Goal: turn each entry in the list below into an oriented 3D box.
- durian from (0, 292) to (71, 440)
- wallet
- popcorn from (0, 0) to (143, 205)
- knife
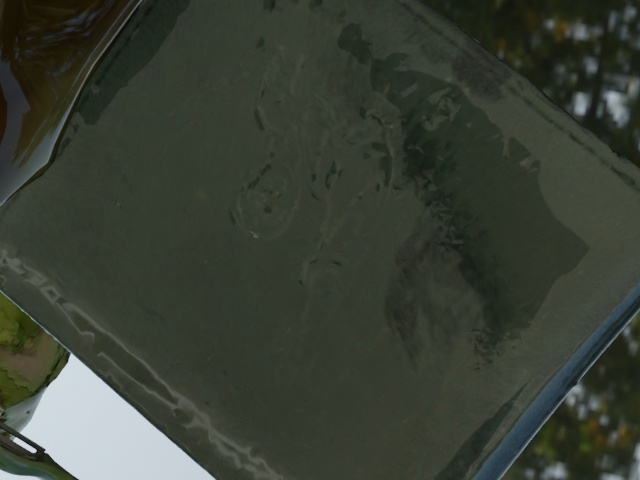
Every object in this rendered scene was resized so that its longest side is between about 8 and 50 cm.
[{"bbox_3d":[-0.191,-0.004,1.363,0.169,0.158,0.352,-11,-129,31],"label":"durian"},{"bbox_3d":[0.001,0.000,0.952,0.290,0.054,0.251,41,-82,14],"label":"wallet"},{"bbox_3d":[-0.134,-0.149,0.401,0.312,0.312,0.312,1,-131,-1],"label":"popcorn"},{"bbox_3d":[-0.160,0.154,1.234,0.184,0.022,0.026,37,-116,-25],"label":"knife"}]
